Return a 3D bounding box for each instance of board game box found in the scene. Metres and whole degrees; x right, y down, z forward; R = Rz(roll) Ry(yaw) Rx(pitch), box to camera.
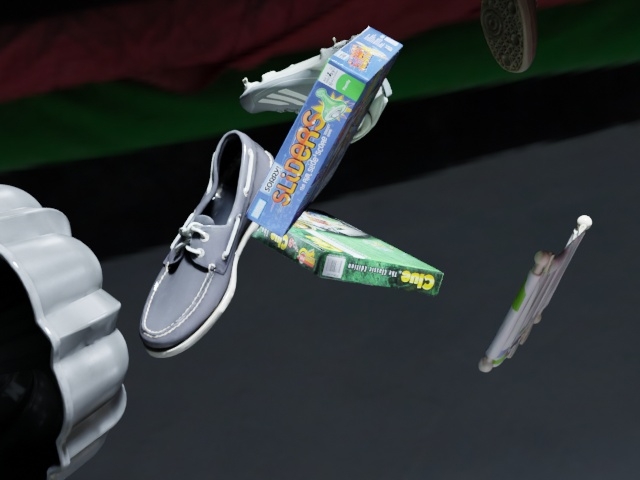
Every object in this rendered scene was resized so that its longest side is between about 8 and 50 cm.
[{"bbox_3d":[0.000,0.000,1.421,0.136,0.030,0.259,13,8,-29],"label":"board game box"},{"bbox_3d":[0.007,-0.090,1.110,0.136,0.035,0.201,-61,-2,17],"label":"board game box"}]

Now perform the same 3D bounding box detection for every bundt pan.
[{"bbox_3d":[-0.308,0.090,1.367,0.124,0.331,0.331,-25,-5,-46],"label":"bundt pan"}]

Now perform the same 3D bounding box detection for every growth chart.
[{"bbox_3d":[0.229,0.060,1.502,0.172,0.021,0.237,-64,-15,22],"label":"growth chart"}]

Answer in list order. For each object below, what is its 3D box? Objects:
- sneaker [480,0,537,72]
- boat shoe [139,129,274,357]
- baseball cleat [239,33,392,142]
[{"bbox_3d":[0.200,-0.265,1.416,0.071,0.188,0.066,-24,22,-29],"label":"sneaker"},{"bbox_3d":[-0.100,-0.001,1.158,0.075,0.206,0.065,8,-33,34],"label":"boat shoe"},{"bbox_3d":[-0.008,-0.147,1.517,0.072,0.109,0.206,-25,5,-39],"label":"baseball cleat"}]
